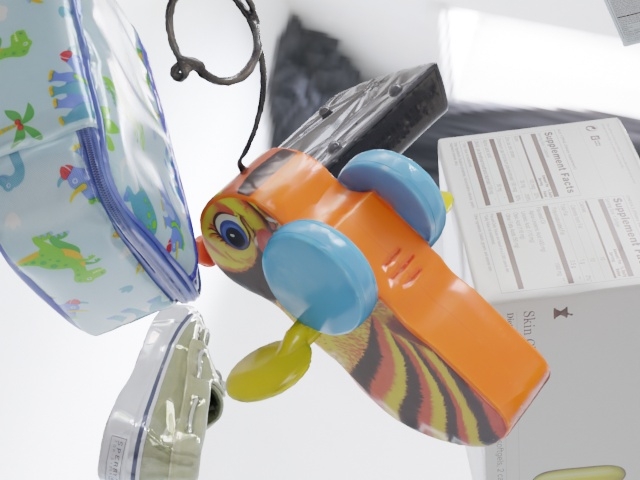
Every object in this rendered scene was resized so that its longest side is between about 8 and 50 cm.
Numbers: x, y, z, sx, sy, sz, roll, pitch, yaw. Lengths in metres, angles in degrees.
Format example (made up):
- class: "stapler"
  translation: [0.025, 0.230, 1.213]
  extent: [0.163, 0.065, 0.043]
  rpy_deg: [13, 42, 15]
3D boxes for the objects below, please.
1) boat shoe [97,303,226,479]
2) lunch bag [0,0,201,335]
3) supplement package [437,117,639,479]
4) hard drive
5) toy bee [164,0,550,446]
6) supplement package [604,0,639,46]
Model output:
- class: "boat shoe"
  translation: [-0.140, 0.156, 1.239]
  extent: [0.302, 0.094, 0.109]
  rpy_deg: [-78, -178, -67]
- class: "lunch bag"
  translation: [-0.142, -0.065, 0.741]
  extent: [0.176, 0.090, 0.219]
  rpy_deg: [65, 6, -61]
- class: "supplement package"
  translation: [0.179, 0.075, 0.968]
  extent: [0.204, 0.145, 0.262]
  rpy_deg: [-97, 179, -53]
- class: "hard drive"
  translation: [0.021, -0.095, 1.255]
  extent: [0.172, 0.054, 0.254]
  rpy_deg: [-44, -166, -16]
- class: "toy bee"
  translation: [0.000, 0.000, 0.769]
  extent: [0.195, 0.298, 0.162]
  rpy_deg: [-19, 173, -35]
- class: "supplement package"
  translation: [0.317, -0.330, 1.170]
  extent: [0.203, 0.149, 0.194]
  rpy_deg: [51, 36, -44]
